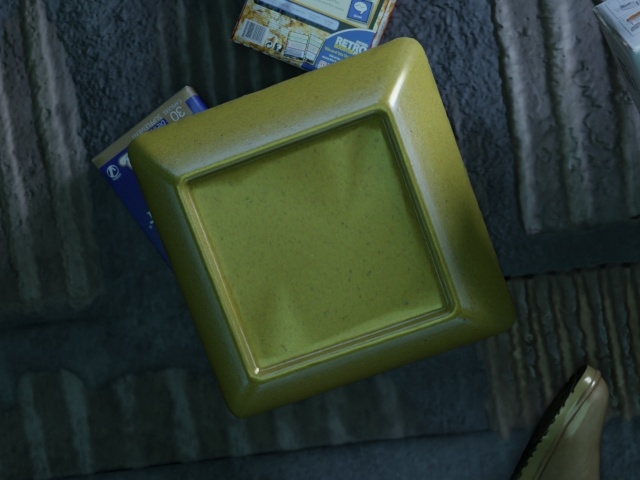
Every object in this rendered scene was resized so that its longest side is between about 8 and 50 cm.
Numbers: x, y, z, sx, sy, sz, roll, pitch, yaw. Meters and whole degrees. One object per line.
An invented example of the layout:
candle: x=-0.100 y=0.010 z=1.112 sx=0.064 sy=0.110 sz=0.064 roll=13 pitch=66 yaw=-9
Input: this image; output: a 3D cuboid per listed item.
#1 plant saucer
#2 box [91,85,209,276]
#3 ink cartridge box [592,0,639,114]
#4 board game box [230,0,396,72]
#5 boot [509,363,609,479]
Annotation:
plant saucer: x=0.000 y=0.000 z=1.245 sx=0.333 sy=0.081 sz=0.332 roll=-20 pitch=99 yaw=6
box: x=-0.129 y=-0.038 z=1.314 sx=0.136 sy=0.036 sz=0.225 roll=-37 pitch=89 yaw=9
ink cartridge box: x=0.462 y=-0.165 z=1.144 sx=0.309 sy=0.130 sz=0.272 roll=-27 pitch=118 yaw=10
board game box: x=0.009 y=-0.273 z=1.270 sx=0.147 sy=0.045 sz=0.193 roll=24 pitch=98 yaw=7
boot: x=0.332 y=0.283 z=1.243 sx=0.270 sy=0.089 sz=0.236 roll=27 pitch=108 yaw=6
